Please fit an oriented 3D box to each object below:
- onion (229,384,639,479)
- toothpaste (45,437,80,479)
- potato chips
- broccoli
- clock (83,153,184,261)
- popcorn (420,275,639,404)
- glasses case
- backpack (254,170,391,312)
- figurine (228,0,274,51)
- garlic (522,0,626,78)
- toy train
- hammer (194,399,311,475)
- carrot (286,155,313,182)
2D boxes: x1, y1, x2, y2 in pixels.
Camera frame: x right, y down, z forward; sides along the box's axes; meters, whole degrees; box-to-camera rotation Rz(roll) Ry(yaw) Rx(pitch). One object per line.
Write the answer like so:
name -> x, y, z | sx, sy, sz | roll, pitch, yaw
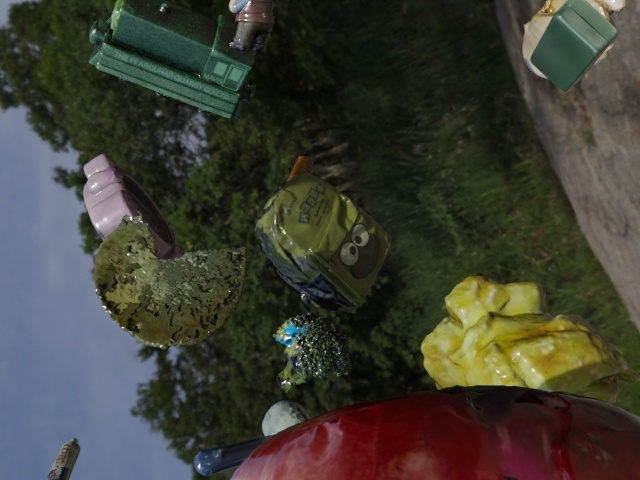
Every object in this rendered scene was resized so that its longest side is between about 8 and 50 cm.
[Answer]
onion -> 0.099, 0.243, 0.434 | 0.347, 0.348, 0.285 | 57, -146, -56
toothpaste -> -0.528, 0.476, 1.319 | 0.233, 0.060, 0.038 | -102, -8, -69
potato chips -> -0.216, 0.049, 0.916 | 0.202, 0.220, 0.029 | -59, -11, -32
broccoli -> -0.024, 0.208, 1.177 | 0.154, 0.160, 0.167 | 40, -173, -37
clock -> -0.468, -0.055, 1.622 | 0.295, 0.113, 0.322 | 56, -179, -45
popcorn -> 0.293, 0.181, 0.957 | 0.276, 0.226, 0.276 | 50, 168, 14
glasses case -> 0.342, -0.264, 0.896 | 0.078, 0.039, 0.184 | 46, -176, 8
backpack -> 0.000, 0.000, 1.187 | 0.253, 0.140, 0.207 | 42, -126, -20
figurine -> -0.101, -0.401, 1.034 | 0.108, 0.114, 0.195 | 39, 126, 45
garlic -> 0.619, -0.502, 1.570 | 0.203, 0.281, 0.184 | 36, 172, 33
toy train -> -0.268, -0.368, 1.258 | 0.331, 0.178, 0.138 | 18, -127, -20
hammer -> -0.079, 0.275, 0.857 | 0.194, 0.069, 0.116 | 2, -140, -43
carrot -> -0.052, -0.099, 1.340 | 0.055, 0.055, 0.161 | 54, -130, -61
